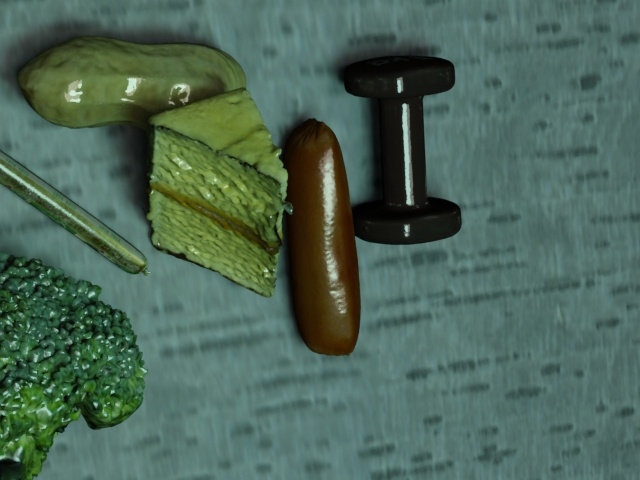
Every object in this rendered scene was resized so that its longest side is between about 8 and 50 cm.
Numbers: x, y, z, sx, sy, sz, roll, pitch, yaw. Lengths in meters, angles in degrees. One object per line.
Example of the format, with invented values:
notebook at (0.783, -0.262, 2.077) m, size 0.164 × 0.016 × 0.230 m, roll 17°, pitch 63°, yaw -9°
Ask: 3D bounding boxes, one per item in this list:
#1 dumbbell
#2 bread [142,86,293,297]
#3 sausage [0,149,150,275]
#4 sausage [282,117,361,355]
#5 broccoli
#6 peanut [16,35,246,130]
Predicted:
dumbbell at (0.101, -0.112, 2.094) m, size 0.140 × 0.124 × 0.226 m, roll -11°, pitch 106°, yaw -22°
bread at (-0.112, -0.056, 1.948) m, size 0.178 × 0.266 × 0.142 m, roll 13°, pitch 55°, yaw 2°
sausage at (-0.297, -0.034, 1.971) m, size 0.269 × 0.033 × 0.033 m, roll 38°, pitch 84°, yaw -27°
sausage at (0.000, 0.000, 2.091) m, size 0.083 × 0.089 × 0.300 m, roll -10°, pitch 105°, yaw -12°
broccoli at (-0.383, 0.157, 1.842) m, size 0.317 × 0.338 × 0.277 m, roll -42°, pitch 87°, yaw 11°
peanut at (-0.208, -0.168, 1.935) m, size 0.274 × 0.125 × 0.111 m, roll -1°, pitch 126°, yaw -25°
